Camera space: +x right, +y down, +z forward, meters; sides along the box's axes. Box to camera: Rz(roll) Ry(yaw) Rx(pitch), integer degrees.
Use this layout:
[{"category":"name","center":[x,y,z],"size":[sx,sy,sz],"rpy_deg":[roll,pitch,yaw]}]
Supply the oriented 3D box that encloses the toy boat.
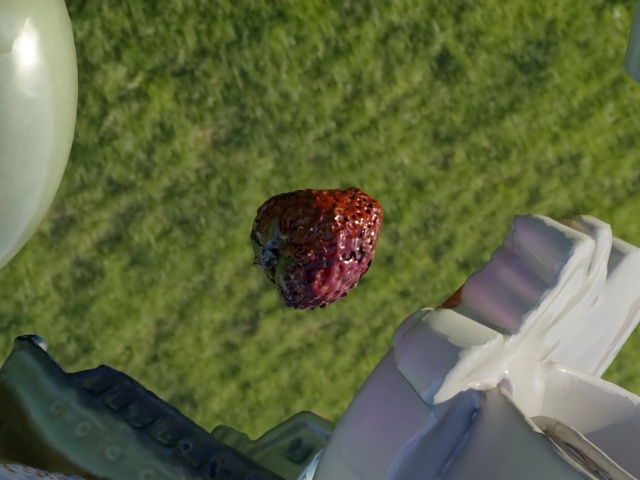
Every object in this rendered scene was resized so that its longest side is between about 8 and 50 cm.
[{"category":"toy boat","center":[-0.074,0.123,0.736],"size":[0.115,0.262,0.114],"rpy_deg":[-55,160,-36]}]

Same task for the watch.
[{"category":"watch","center":[0.144,0.114,0.606],"size":[0.244,0.231,0.196],"rpy_deg":[3,117,-61]}]

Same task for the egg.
[{"category":"egg","center":[-0.343,-0.116,1.173],"size":[0.258,0.258,0.352],"rpy_deg":[7,106,-42]}]

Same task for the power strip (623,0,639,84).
[{"category":"power strip","center":[0.281,-0.195,0.742],"size":[0.385,0.091,0.062],"rpy_deg":[-48,152,-38]}]

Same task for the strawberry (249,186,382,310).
[{"category":"strawberry","center":[0.000,0.000,0.886],"size":[0.096,0.083,0.083],"rpy_deg":[-39,160,-24]}]
